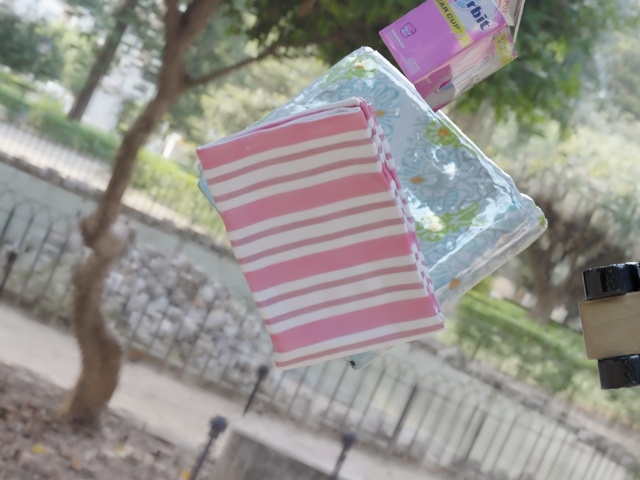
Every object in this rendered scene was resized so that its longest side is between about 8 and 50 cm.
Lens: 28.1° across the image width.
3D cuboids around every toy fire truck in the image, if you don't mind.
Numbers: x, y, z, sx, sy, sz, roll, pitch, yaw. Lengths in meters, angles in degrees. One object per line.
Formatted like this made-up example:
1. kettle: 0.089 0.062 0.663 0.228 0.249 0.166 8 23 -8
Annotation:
1. toy fire truck: 0.403 0.088 1.250 0.217 0.159 0.246 -15 -9 39

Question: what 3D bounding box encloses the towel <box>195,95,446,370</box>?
1. towel: 0.000 0.000 0.979 0.144 0.197 0.029 -16 13 17

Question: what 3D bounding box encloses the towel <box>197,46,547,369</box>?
1. towel: 0.056 -0.054 1.680 0.374 0.320 0.090 48 -11 25

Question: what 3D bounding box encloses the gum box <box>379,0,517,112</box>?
1. gum box: 0.133 -0.194 1.289 0.062 0.107 0.188 59 8 9

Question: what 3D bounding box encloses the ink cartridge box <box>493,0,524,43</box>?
1. ink cartridge box: 0.211 -0.341 1.540 0.067 0.198 0.115 5 -42 0
